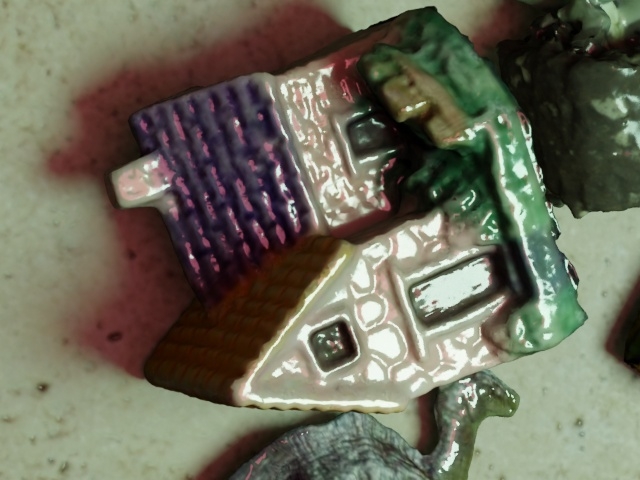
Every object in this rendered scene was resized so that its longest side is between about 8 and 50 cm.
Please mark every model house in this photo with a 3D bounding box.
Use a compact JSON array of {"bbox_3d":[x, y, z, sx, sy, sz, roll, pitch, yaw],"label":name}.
[{"bbox_3d":[0.000,0.000,1.215,0.237,0.202,0.237,-24,104,-19],"label":"model house"}]

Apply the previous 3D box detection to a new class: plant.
[{"bbox_3d":[0.188,-0.159,1.308,0.146,0.149,0.275,-26,108,-33],"label":"plant"}]

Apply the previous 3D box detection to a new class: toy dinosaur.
[{"bbox_3d":[0.023,0.193,1.319,0.294,0.077,0.162,-27,101,-32],"label":"toy dinosaur"}]

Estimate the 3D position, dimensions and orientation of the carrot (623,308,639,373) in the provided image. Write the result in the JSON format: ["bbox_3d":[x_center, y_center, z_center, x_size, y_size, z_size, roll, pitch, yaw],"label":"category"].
[{"bbox_3d":[0.290,0.032,1.400,0.082,0.082,0.173,32,87,-22],"label":"carrot"}]
